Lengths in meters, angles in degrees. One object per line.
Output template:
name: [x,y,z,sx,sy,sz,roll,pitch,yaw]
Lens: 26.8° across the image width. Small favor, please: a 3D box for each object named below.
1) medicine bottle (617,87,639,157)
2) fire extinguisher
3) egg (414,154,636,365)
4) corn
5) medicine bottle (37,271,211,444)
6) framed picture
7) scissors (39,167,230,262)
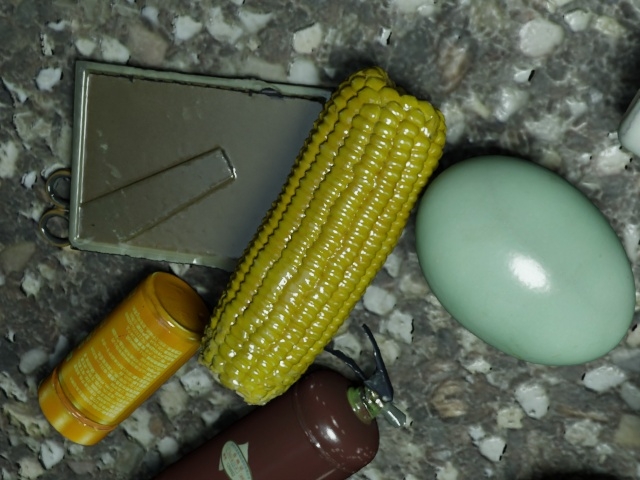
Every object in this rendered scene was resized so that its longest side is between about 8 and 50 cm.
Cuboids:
medicine bottle: [0.421,-0.085,1.169,0.293,0.170,0.170,31,110,6]
fire extinguisher: [-0.049,0.220,1.407,0.337,0.114,0.135,-34,106,20]
egg: [0.192,0.020,1.261,0.231,0.168,0.168,41,111,-1]
corn: [0.000,0.000,1.311,0.131,0.131,0.344,32,100,6]
medicine bottle: [-0.208,0.126,1.440,0.096,0.096,0.192,47,112,0]
framed picture: [-0.128,-0.072,1.396,0.281,0.019,0.209,9,104,11]
scissors: [-0.199,-0.010,1.444,0.220,0.017,0.088,17,106,10]
